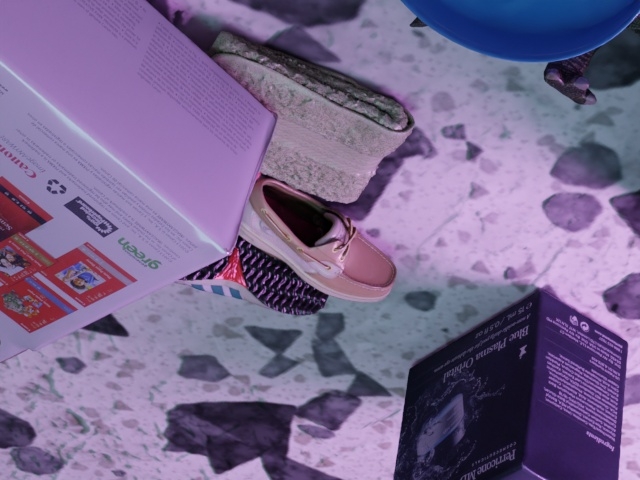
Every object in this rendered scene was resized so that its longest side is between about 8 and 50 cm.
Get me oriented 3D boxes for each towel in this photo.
[{"bbox_3d":[-0.023,-0.078,1.278,0.148,0.027,0.110,22,142,-14],"label":"towel"}]

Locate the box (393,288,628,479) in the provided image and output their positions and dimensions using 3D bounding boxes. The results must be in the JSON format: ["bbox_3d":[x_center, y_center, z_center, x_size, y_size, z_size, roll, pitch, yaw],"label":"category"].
[{"bbox_3d":[0.137,0.146,1.415,0.093,0.158,0.156,31,137,-24],"label":"box"}]

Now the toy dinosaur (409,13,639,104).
[{"bbox_3d":[0.208,-0.141,1.060,0.313,0.160,0.121,-10,139,34],"label":"toy dinosaur"}]

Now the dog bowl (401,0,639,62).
[{"bbox_3d":[0.130,-0.230,0.938,0.166,0.074,0.297,31,125,11],"label":"dog bowl"}]

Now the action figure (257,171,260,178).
[{"bbox_3d":[-0.096,-0.044,1.339,0.115,0.030,0.038,-5,135,16],"label":"action figure"}]

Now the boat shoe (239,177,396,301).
[{"bbox_3d":[0.000,0.000,1.352,0.135,0.050,0.045,26,145,-19],"label":"boat shoe"}]

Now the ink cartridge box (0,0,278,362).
[{"bbox_3d":[-0.237,-0.080,1.225,0.272,0.130,0.309,-26,124,39],"label":"ink cartridge box"}]

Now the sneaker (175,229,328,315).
[{"bbox_3d":[-0.069,0.012,1.391,0.161,0.057,0.075,15,-178,-31],"label":"sneaker"}]
